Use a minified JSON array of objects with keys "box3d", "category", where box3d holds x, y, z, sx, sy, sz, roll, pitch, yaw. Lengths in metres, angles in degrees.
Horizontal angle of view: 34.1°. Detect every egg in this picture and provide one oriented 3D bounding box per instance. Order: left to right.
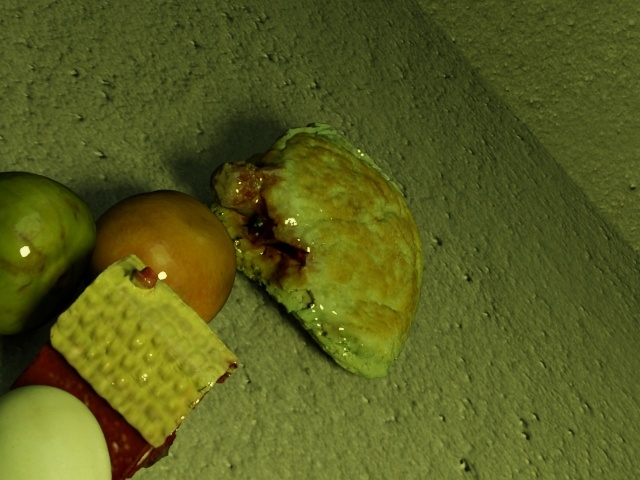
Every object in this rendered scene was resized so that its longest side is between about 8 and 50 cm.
[{"box3d":[-0.304,0.259,1.139,0.151,0.151,0.209,5,56,-41],"category":"egg"}]

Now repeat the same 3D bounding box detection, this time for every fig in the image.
[{"box3d":[-0.398,0.002,1.309,0.225,0.203,0.203,33,28,27],"category":"fig"}]

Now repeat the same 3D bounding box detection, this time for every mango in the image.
[{"box3d":[-0.219,0.024,1.475,0.211,0.173,0.317,38,19,-8],"category":"mango"}]

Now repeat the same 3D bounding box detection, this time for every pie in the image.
[{"box3d":[0.020,0.014,1.725,0.418,0.180,0.395,52,36,0],"category":"pie"}]

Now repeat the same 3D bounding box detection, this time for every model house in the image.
[{"box3d":[-0.224,0.151,1.249,0.196,0.254,0.160,43,37,5],"category":"model house"}]
